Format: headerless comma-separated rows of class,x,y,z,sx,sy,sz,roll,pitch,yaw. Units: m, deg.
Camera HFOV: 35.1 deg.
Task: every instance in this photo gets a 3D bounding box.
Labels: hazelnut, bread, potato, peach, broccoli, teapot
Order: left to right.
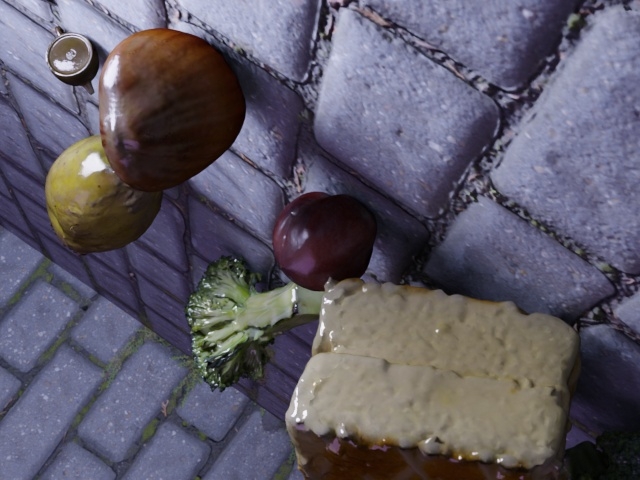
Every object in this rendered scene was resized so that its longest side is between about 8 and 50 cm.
teapot,-0.380,-0.279,1.561,0.121,0.076,0.068,60,177,15
potato,-0.381,-0.096,1.799,0.229,0.229,0.266,39,166,-10
hazelnut,-0.190,-0.164,1.302,0.186,0.210,0.210,-2,166,-12
broccoli,-0.108,0.126,1.974,0.221,0.252,0.361,38,128,-19
peach,0.000,0.000,1.451,0.152,0.152,0.152,32,162,12
bread,0.170,0.253,1.441,0.371,0.279,0.390,6,152,12
broccoli,0.457,0.410,1.495,0.235,0.288,0.260,34,-160,8

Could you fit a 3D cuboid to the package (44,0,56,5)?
package,-0.514,-0.428,1.443,0.204,0.062,0.251,28,164,27
